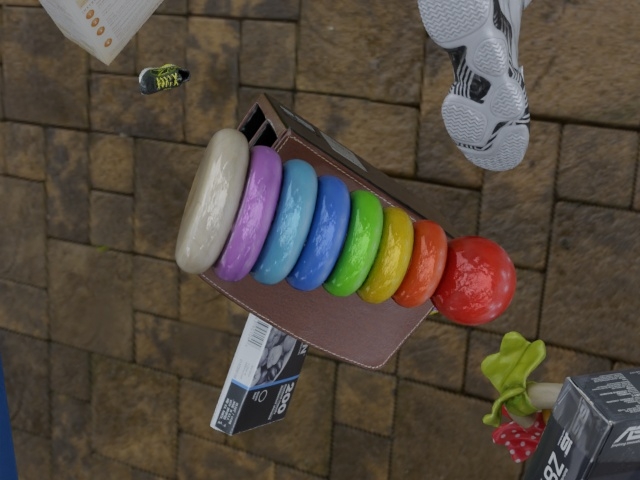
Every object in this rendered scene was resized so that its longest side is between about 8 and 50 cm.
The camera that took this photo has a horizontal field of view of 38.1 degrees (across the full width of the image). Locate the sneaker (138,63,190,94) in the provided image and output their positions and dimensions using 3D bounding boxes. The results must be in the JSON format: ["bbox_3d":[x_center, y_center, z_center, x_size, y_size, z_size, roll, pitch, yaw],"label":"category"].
[{"bbox_3d":[-0.192,-0.201,1.148,0.035,0.083,0.031,7,119,27],"label":"sneaker"}]

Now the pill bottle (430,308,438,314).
[{"bbox_3d":[0.143,0.085,1.304,0.083,0.043,0.043,-25,88,50],"label":"pill bottle"}]

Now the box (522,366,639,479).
[{"bbox_3d":[0.448,0.299,1.215,0.097,0.394,0.318,-126,41,-50],"label":"box"}]

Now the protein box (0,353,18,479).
[{"bbox_3d":[-0.315,0.105,0.605,0.201,0.136,0.200,4,102,41],"label":"protein box"}]

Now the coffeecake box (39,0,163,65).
[{"bbox_3d":[-0.212,-0.279,0.890,0.068,0.185,0.142,35,79,14],"label":"coffeecake box"}]

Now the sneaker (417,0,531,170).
[{"bbox_3d":[0.268,-0.298,1.428,0.137,0.210,0.366,3,132,33],"label":"sneaker"}]

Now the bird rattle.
[{"bbox_3d":[0.336,0.261,1.365,0.207,0.143,0.253,2,142,31],"label":"bird rattle"}]

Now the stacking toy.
[{"bbox_3d":[0.035,0.008,0.899,0.330,0.141,0.141,18,114,-14],"label":"stacking toy"}]

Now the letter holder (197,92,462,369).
[{"bbox_3d":[0.000,0.000,1.156,0.302,0.152,0.214,31,103,-26],"label":"letter holder"}]

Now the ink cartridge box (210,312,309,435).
[{"bbox_3d":[-0.059,0.169,1.348,0.045,0.208,0.206,24,101,23],"label":"ink cartridge box"}]
